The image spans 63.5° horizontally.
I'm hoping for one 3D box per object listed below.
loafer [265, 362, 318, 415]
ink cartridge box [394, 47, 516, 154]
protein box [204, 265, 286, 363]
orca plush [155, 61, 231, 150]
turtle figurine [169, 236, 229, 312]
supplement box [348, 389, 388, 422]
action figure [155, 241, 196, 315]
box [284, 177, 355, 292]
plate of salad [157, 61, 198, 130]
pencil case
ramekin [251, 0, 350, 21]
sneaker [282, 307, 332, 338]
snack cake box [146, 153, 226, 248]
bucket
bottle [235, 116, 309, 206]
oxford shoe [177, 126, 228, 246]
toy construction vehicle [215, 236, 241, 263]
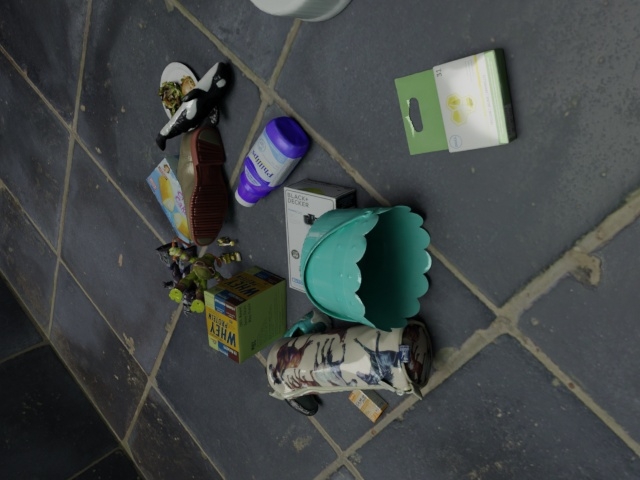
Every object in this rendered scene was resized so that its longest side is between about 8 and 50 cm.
[{"bbox_3d":[-0.091,0.456,1.623,0.223,0.076,0.078,41,139,25],"label":"loafer"},{"bbox_3d":[0.249,-0.259,1.013,0.235,0.056,0.170,-3,108,40],"label":"ink cartridge box"},{"bbox_3d":[-0.218,0.216,1.538,0.136,0.201,0.199,20,121,34],"label":"protein box"},{"bbox_3d":[-0.329,-0.345,1.413,0.102,0.151,0.287,43,92,-10],"label":"orca plush"},{"bbox_3d":[-0.353,0.111,1.567,0.087,0.217,0.269,-33,117,32],"label":"turtle figurine"},{"bbox_3d":[0.134,0.451,1.450,0.098,0.036,0.062,39,130,22],"label":"supplement box"},{"bbox_3d":[-0.490,0.147,1.825,0.186,0.099,0.284,14,121,31],"label":"action figure"},{"bbox_3d":[0.000,0.000,1.327,0.169,0.087,0.289,18,120,35],"label":"box"},{"bbox_3d":[-0.423,-0.424,1.537,0.200,0.048,0.199,19,121,34],"label":"plate of salad"},{"bbox_3d":[0.062,0.306,1.283,0.411,0.183,0.159,-14,127,29],"label":"pencil case"},{"bbox_3d":[-0.054,-0.599,1.068,0.277,0.135,0.276,19,121,35],"label":"ramekin"},{"bbox_3d":[-0.073,0.294,1.511,0.107,0.110,0.275,46,133,16],"label":"sneaker"},{"bbox_3d":[-0.429,-0.127,1.649,0.152,0.089,0.264,-31,87,46],"label":"snack cake box"},{"bbox_3d":[0.099,0.054,1.148,0.183,0.281,0.280,7,114,43],"label":"bucket"},{"bbox_3d":[-0.140,-0.194,1.358,0.118,0.092,0.283,53,134,8],"label":"bottle"},{"bbox_3d":[-0.359,-0.158,1.539,0.130,0.123,0.347,7,95,44],"label":"oxford shoe"},{"bbox_3d":[-0.300,0.035,1.645,0.098,0.035,0.085,6,113,40],"label":"toy construction vehicle"}]
